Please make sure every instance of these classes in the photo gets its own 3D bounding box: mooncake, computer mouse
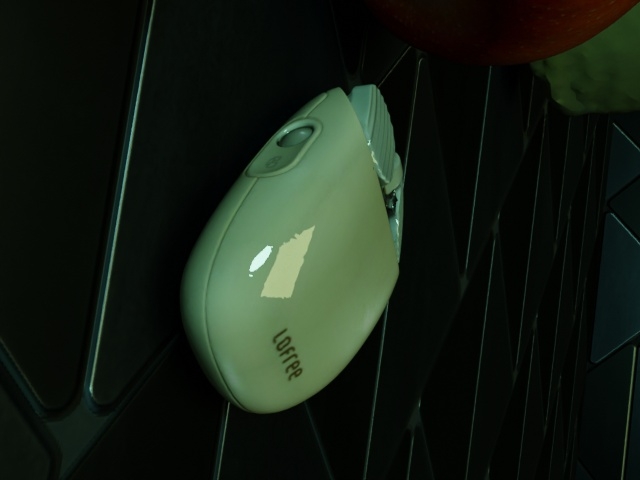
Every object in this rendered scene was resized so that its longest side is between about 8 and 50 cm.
[{"bbox_3d":[0.419,-0.371,1.025,0.394,0.246,0.392,-11,96,-62],"label":"mooncake"},{"bbox_3d":[0.000,0.000,0.471,0.236,0.082,0.145,-55,140,-42],"label":"computer mouse"}]

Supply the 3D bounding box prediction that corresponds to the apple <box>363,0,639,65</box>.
[{"bbox_3d":[0.126,-0.242,0.484,0.216,0.260,0.260,-45,138,-17],"label":"apple"}]
